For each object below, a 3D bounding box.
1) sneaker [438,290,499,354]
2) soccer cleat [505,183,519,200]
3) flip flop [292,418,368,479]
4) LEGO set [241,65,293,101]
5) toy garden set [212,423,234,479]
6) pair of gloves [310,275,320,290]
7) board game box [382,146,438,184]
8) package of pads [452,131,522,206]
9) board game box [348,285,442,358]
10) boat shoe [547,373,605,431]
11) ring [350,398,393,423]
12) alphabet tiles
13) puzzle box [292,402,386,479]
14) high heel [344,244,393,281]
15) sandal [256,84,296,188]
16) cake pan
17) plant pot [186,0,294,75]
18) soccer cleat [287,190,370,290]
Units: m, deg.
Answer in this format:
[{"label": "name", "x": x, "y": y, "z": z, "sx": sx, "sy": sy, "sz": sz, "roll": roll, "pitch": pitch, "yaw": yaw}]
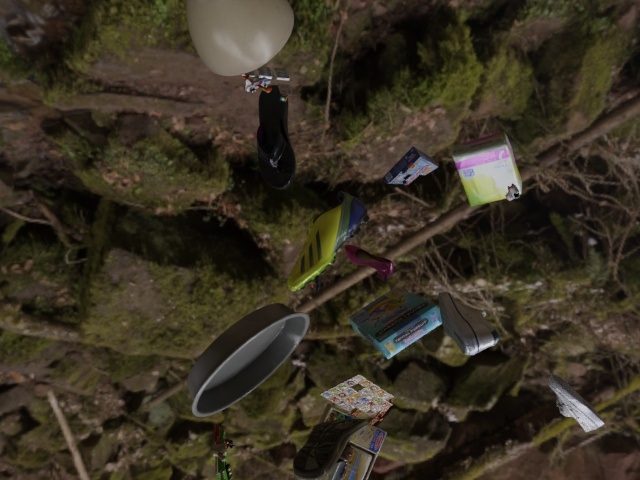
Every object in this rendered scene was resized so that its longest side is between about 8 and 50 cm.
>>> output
[{"label": "sneaker", "x": 0.355, "y": 0.197, "z": 1.243, "sx": 0.091, "sy": 0.094, "sz": 0.258, "roll": -9, "pitch": -159, "yaw": -1}, {"label": "soccer cleat", "x": 0.524, "y": -0.124, "z": 1.389, "sx": 0.029, "sy": 0.036, "sz": 0.083, "roll": -35, "pitch": 153, "yaw": 0}, {"label": "flip flop", "x": 0.027, "y": 0.469, "z": 1.138, "sx": 0.112, "sy": 0.080, "sz": 0.277, "roll": -12, "pitch": -177, "yaw": 23}, {"label": "LEGO set", "x": -0.187, "y": -0.575, "z": 1.819, "sx": 0.182, "sy": 0.244, "sz": 0.060, "roll": 1, "pitch": 134, "yaw": -18}, {"label": "toy garden set", "x": -0.220, "y": 0.560, "z": 1.206, "sx": 0.049, "sy": 0.244, "sz": 0.204, "roll": -5, "pitch": 134, "yaw": -7}, {"label": "pair of gloves", "x": -0.019, "y": 0.140, "z": 1.857, "sx": 0.010, "sy": 0.074, "sz": 0.083, "roll": -2, "pitch": -171, "yaw": -25}, {"label": "board game box", "x": 0.383, "y": -0.292, "z": 2.093, "sx": 0.194, "sy": 0.060, "sz": 0.194, "roll": -4, "pitch": 148, "yaw": -45}, {"label": "package of pads", "x": 0.710, "y": -0.298, "z": 2.161, "sx": 0.229, "sy": 0.101, "sz": 0.297, "roll": -12, "pitch": 130, "yaw": 25}, {"label": "board game box", "x": 0.281, "y": 0.306, "z": 1.986, "sx": 0.253, "sy": 0.079, "sz": 0.336, "roll": -31, "pitch": -166, "yaw": -11}, {"label": "boat shoe", "x": 0.846, "y": 0.559, "z": 1.727, "sx": 0.084, "sy": 0.258, "sz": 0.095, "roll": -45, "pitch": -172, "yaw": 19}, {"label": "ring", "x": 0.209, "y": 0.833, "z": 2.377, "sx": 0.336, "sy": 0.032, "sz": 0.337, "roll": -25, "pitch": 143, "yaw": -21}, {"label": "alphabet tiles", "x": 0.149, "y": 0.586, "z": 1.908, "sx": 0.198, "sy": 0.009, "sz": 0.237, "roll": -36, "pitch": 121, "yaw": 29}, {"label": "puzzle box", "x": 0.064, "y": 0.900, "z": 2.041, "sx": 0.272, "sy": 0.409, "sz": 0.052, "roll": 28, "pitch": 167, "yaw": -10}, {"label": "high heel", "x": 0.199, "y": 0.065, "z": 2.118, "sx": 0.082, "sy": 0.244, "sz": 0.117, "roll": -31, "pitch": 147, "yaw": -29}, {"label": "sandal", "x": -0.207, "y": -0.431, "z": 2.119, "sx": 0.167, "sy": 0.446, "sz": 0.107, "roll": -10, "pitch": 172, "yaw": 24}, {"label": "cake pan", "x": -0.148, "y": 0.235, "z": 1.036, "sx": 0.293, "sy": 0.054, "sz": 0.293, "roll": -37, "pitch": 157, "yaw": -19}, {"label": "plant pot", "x": -0.235, "y": -0.602, "z": 1.321, "sx": 0.284, "sy": 0.284, "sz": 0.191, "roll": -13, "pitch": 153, "yaw": 16}, {"label": "soccer cleat", "x": 0.000, "y": 0.000, "z": 1.255, "sx": 0.289, "sy": 0.121, "sz": 0.093, "roll": -49, "pitch": -178, "yaw": -19}]
